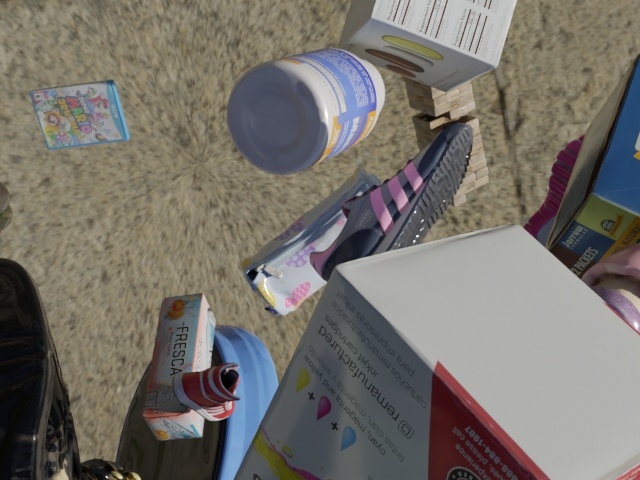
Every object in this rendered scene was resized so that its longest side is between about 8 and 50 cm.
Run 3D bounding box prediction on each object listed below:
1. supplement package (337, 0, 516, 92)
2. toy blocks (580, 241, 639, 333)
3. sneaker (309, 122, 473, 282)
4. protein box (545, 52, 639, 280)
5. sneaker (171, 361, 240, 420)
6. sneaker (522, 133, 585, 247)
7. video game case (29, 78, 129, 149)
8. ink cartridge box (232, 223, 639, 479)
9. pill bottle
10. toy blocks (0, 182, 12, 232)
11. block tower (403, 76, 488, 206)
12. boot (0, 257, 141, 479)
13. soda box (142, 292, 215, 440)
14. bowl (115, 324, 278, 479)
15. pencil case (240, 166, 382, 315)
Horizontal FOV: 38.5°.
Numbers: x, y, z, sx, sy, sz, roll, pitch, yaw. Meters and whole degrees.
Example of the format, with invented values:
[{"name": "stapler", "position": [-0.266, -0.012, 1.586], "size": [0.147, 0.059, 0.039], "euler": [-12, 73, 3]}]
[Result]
[{"name": "supplement package", "position": [0.161, -0.344, 1.407], "size": [0.203, 0.194, 0.149], "euler": [18, 83, -12]}, {"name": "toy blocks", "position": [0.267, 0.189, 0.644], "size": [0.309, 0.288, 0.260], "euler": [38, 49, 21]}, {"name": "sneaker", "position": [0.103, -0.060, 1.321], "size": [0.131, 0.112, 0.319], "euler": [24, 65, 29]}, {"name": "protein box", "position": [0.361, -0.042, 0.924], "size": [0.200, 0.136, 0.201], "euler": [25, 59, 5]}, {"name": "sneaker", "position": [-0.105, 0.166, 1.003], "size": [0.067, 0.118, 0.042], "euler": [-16, 64, 17]}, {"name": "sneaker", "position": [0.393, -0.066, 1.365], "size": [0.103, 0.111, 0.252], "euler": [47, 129, 26]}, {"name": "video game case", "position": [-0.455, -0.237, 1.737], "size": [0.166, 0.015, 0.119], "euler": [-5, 116, 11]}, {"name": "ink cartridge box", "position": [0.055, 0.104, 0.415], "size": [0.127, 0.128, 0.176], "euler": [-13, 138, -42]}, {"name": "pill bottle", "position": [-0.005, -0.192, 1.301], "size": [0.152, 0.272, 0.152], "euler": [8, 109, 23]}, {"name": "toy blocks", "position": [-0.458, -0.058, 1.251], "size": [0.054, 0.148, 0.123], "euler": [-22, 76, -21]}, {"name": "block tower", "position": [0.227, -0.236, 1.692], "size": [0.097, 0.091, 0.335], "euler": [-25, 119, -20]}, {"name": "boot", "position": [-0.276, 0.230, 0.925], "size": [0.138, 0.284, 0.377], "euler": [-16, 70, 2]}, {"name": "soda box", "position": [-0.173, 0.155, 1.144], "size": [0.058, 0.183, 0.063], "euler": [-7, 137, 9]}, {"name": "bowl", "position": [-0.190, 0.304, 1.300], "size": [0.077, 0.391, 0.391], "euler": [19, 92, -30]}, {"name": "pencil case", "position": [0.000, 0.000, 1.490], "size": [0.273, 0.113, 0.124], "euler": [-38, 139, 5]}]
